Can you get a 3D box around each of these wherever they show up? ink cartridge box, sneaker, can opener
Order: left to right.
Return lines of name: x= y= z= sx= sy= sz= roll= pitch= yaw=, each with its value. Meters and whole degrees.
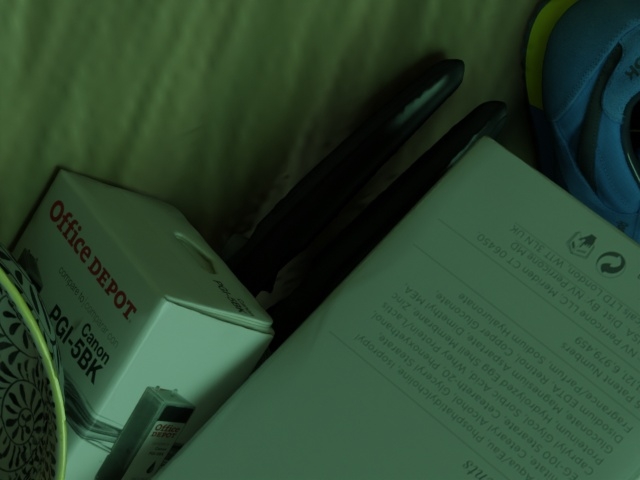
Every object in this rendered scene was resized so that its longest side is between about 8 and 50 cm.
ink cartridge box: x=-0.091 y=0.056 z=0.718 sx=0.056 sy=0.099 sz=0.135 roll=20 pitch=107 yaw=-41
can opener: x=0.000 y=0.000 z=0.778 sx=0.059 sy=0.073 sz=0.186 roll=39 pitch=94 yaw=-5
sneaker: x=0.142 y=-0.016 z=0.833 sx=0.069 sy=0.082 sz=0.209 roll=-31 pitch=134 yaw=-14

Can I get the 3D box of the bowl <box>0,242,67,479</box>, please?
bowl: x=-0.153 y=0.043 z=0.663 sx=0.170 sy=0.080 sz=0.170 roll=5 pitch=110 yaw=13

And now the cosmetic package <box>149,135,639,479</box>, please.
cosmetic package: x=0.050 y=0.120 z=0.744 sx=0.224 sy=0.138 sz=0.224 roll=-47 pitch=154 yaw=-12
